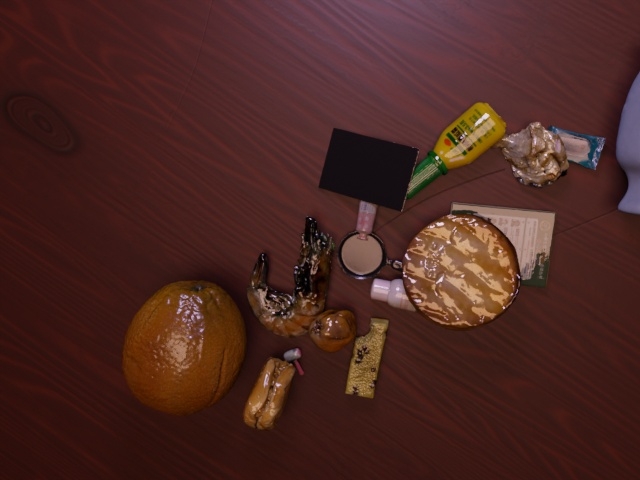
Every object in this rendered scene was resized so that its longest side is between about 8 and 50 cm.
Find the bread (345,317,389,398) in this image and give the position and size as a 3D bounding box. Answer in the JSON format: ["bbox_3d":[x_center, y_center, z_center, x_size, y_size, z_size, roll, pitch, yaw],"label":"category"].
[{"bbox_3d":[0.128,0.324,1.646,0.088,0.049,0.226,10,101,7],"label":"bread"}]

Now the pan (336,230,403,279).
[{"bbox_3d":[0.160,0.053,1.604,0.235,0.028,0.136,17,103,9],"label":"pan"}]

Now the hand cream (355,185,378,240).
[{"bbox_3d":[0.132,-0.105,1.569,0.067,0.043,0.210,10,88,8],"label":"hand cream"}]

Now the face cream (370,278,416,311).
[{"bbox_3d":[0.266,0.154,1.579,0.269,0.082,0.082,10,101,7],"label":"face cream"}]

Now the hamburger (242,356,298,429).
[{"bbox_3d":[-0.140,0.427,1.628,0.108,0.214,0.214,24,103,0],"label":"hamburger"}]

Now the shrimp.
[{"bbox_3d":[-0.090,0.101,1.628,0.233,0.071,0.365,11,110,10],"label":"shrimp"}]

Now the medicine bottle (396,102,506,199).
[{"bbox_3d":[0.324,-0.218,1.508,0.309,0.076,0.111,-41,71,15],"label":"medicine bottle"}]

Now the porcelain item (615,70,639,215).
[{"bbox_3d":[0.819,-0.257,1.369,0.242,0.178,0.405,5,101,8],"label":"porcelain item"}]

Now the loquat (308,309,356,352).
[{"bbox_3d":[0.032,0.242,1.605,0.137,0.137,0.113,-27,66,12],"label":"loquat"}]

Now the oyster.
[{"bbox_3d":[0.518,-0.214,1.475,0.191,0.081,0.163,12,108,27],"label":"oyster"}]

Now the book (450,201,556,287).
[{"bbox_3d":[0.466,0.012,1.549,0.264,0.027,0.202,6,100,9],"label":"book"}]

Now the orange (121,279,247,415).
[{"bbox_3d":[-0.358,0.278,1.575,0.322,0.322,0.357,18,111,6],"label":"orange"}]

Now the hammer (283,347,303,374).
[{"bbox_3d":[-0.069,0.350,1.693,0.052,0.031,0.083,-22,102,15],"label":"hammer"}]

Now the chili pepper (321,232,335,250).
[{"bbox_3d":[0.001,-0.001,1.624,0.091,0.034,0.030,24,136,3],"label":"chili pepper"}]

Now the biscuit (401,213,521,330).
[{"bbox_3d":[0.351,0.080,1.494,0.296,0.102,0.296,-1,79,6],"label":"biscuit"}]

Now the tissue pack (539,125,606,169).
[{"bbox_3d":[0.630,-0.232,1.483,0.138,0.028,0.085,16,99,11],"label":"tissue pack"}]

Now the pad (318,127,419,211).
[{"bbox_3d":[0.121,-0.185,1.545,0.245,0.006,0.170,18,100,21],"label":"pad"}]
